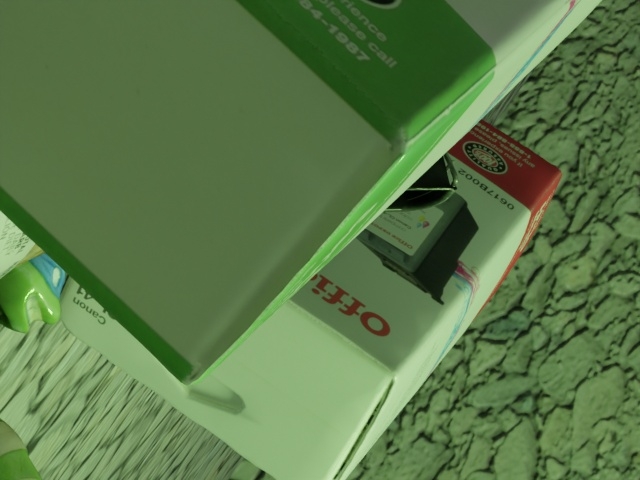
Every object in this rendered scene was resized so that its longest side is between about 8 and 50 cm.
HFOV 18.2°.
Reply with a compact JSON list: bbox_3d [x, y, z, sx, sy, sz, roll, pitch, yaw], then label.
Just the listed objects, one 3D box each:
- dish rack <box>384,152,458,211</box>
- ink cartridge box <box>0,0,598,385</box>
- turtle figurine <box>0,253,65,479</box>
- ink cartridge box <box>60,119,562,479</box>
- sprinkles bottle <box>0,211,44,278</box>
[{"bbox_3d":[0.003,-0.096,1.056,0.271,0.208,0.074,128,-42,-63],"label":"dish rack"},{"bbox_3d":[-0.019,-0.111,0.638,0.117,0.201,0.278,-49,176,35],"label":"ink cartridge box"},{"bbox_3d":[-0.175,0.133,0.810,0.266,0.198,0.274,-35,124,-18],"label":"turtle figurine"},{"bbox_3d":[0.000,0.000,1.350,0.306,0.226,0.131,-46,167,-54],"label":"ink cartridge box"},{"bbox_3d":[-0.155,-0.026,0.642,0.121,0.121,0.355,-59,170,22],"label":"sprinkles bottle"}]
